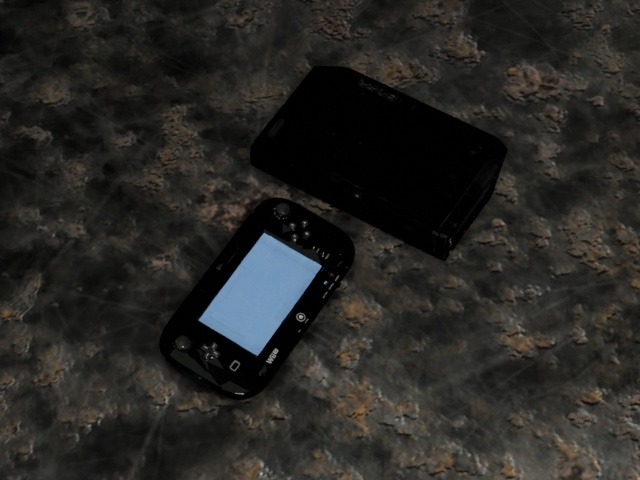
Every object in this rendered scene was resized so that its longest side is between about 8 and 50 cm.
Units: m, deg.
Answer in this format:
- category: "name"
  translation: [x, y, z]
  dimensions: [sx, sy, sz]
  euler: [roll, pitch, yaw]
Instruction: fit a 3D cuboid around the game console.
- category: "game console"
  translation: [0.000, 0.000, 1.757]
  dimensions: [0.213, 0.044, 0.361]
  euler: [26, 60, 18]
